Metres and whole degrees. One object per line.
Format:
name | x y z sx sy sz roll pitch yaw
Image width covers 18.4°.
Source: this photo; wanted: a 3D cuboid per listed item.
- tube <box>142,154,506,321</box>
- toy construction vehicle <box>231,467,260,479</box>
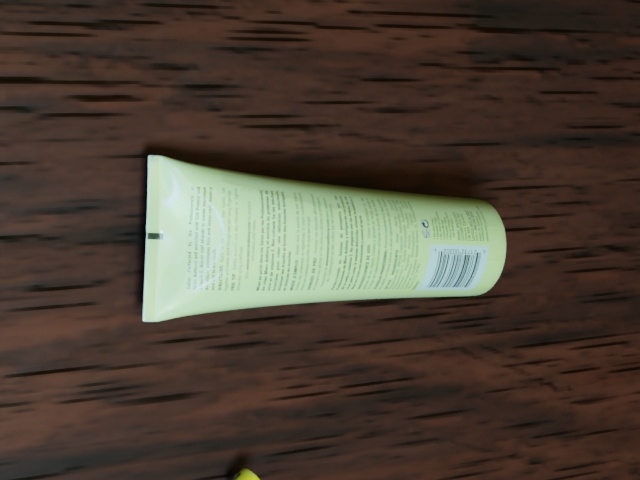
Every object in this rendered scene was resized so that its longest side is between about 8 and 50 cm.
tube | 0.000 0.000 1.156 0.240 0.062 0.070 1 49 -36
toy construction vehicle | -0.040 0.192 1.152 0.086 0.035 0.098 -48 120 -14
